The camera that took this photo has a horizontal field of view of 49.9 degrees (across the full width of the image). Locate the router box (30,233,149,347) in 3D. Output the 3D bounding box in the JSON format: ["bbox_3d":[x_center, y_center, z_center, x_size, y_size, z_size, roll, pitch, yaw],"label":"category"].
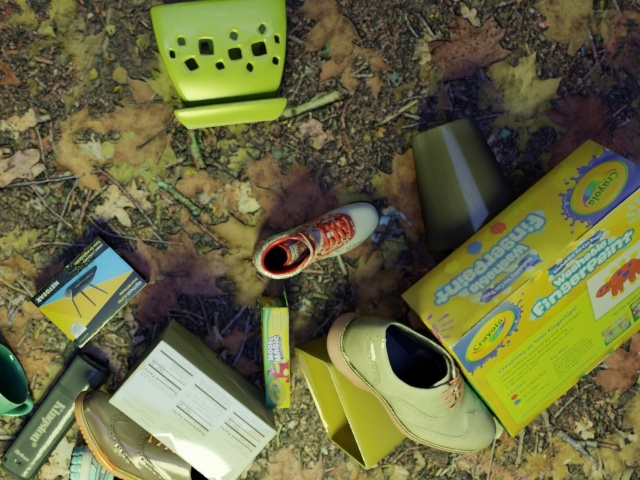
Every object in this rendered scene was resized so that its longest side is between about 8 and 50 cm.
[{"bbox_3d":[-0.441,0.096,1.324,0.179,0.046,0.133,-44,98,-1],"label":"router box"}]

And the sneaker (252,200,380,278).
[{"bbox_3d":[0.000,0.001,1.314,0.270,0.145,0.090,-20,97,-4],"label":"sneaker"}]

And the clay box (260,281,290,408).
[{"bbox_3d":[-0.088,0.197,1.330,0.053,0.127,0.222,-3,95,-7],"label":"clay box"}]

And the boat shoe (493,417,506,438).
[{"bbox_3d":[0.388,0.350,1.439,0.043,0.049,0.137,20,90,-50],"label":"boat shoe"}]

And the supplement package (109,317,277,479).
[{"bbox_3d":[-0.230,0.297,1.284,0.262,0.204,0.145,42,89,-8],"label":"supplement package"}]

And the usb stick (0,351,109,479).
[{"bbox_3d":[-0.515,0.341,1.337,0.077,0.045,0.278,36,91,-9],"label":"usb stick"}]

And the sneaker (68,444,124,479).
[{"bbox_3d":[-0.413,0.535,1.335,0.122,0.110,0.282,-4,95,-9],"label":"sneaker"}]

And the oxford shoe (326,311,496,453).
[{"bbox_3d":[0.189,0.262,1.189,0.397,0.146,0.140,37,64,-24],"label":"oxford shoe"}]

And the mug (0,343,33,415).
[{"bbox_3d":[-0.618,0.279,1.278,0.097,0.129,0.157,-26,97,0],"label":"mug"}]

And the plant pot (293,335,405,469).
[{"bbox_3d":[0.095,0.276,1.328,0.187,0.212,0.212,-22,97,-17],"label":"plant pot"}]

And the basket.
[{"bbox_3d":[0.268,-0.113,1.335,0.204,0.154,0.226,-19,92,13],"label":"basket"}]

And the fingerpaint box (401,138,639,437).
[{"bbox_3d":[0.423,0.099,1.281,0.445,0.163,0.371,-40,132,-1],"label":"fingerpaint box"}]

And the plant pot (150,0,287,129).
[{"bbox_3d":[-0.169,-0.311,1.235,0.228,0.227,0.207,-7,101,-6],"label":"plant pot"}]

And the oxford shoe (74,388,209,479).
[{"bbox_3d":[-0.309,0.399,1.312,0.133,0.130,0.363,-35,108,17],"label":"oxford shoe"}]
